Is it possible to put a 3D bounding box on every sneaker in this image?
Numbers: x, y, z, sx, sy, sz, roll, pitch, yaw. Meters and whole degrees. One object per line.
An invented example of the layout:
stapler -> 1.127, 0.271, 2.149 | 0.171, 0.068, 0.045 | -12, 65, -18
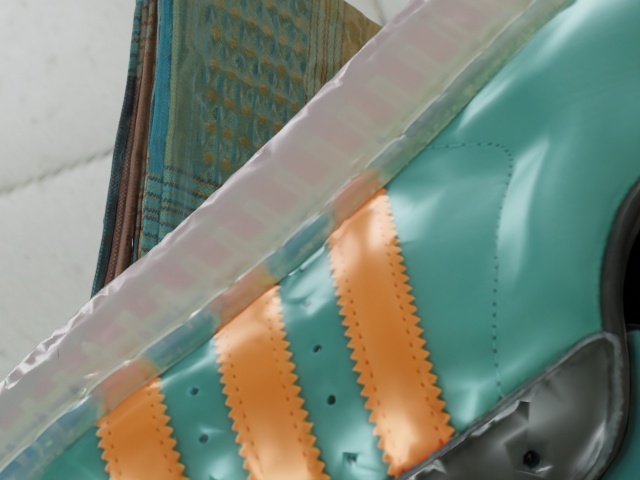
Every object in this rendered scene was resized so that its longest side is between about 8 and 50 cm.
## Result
sneaker -> 0.014, 0.056, 0.393 | 0.121, 0.108, 0.302 | 32, 77, 39

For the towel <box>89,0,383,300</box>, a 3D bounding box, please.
towel -> 0.000, 0.000, 1.034 | 0.040, 0.370, 0.272 | -1, 77, 30
